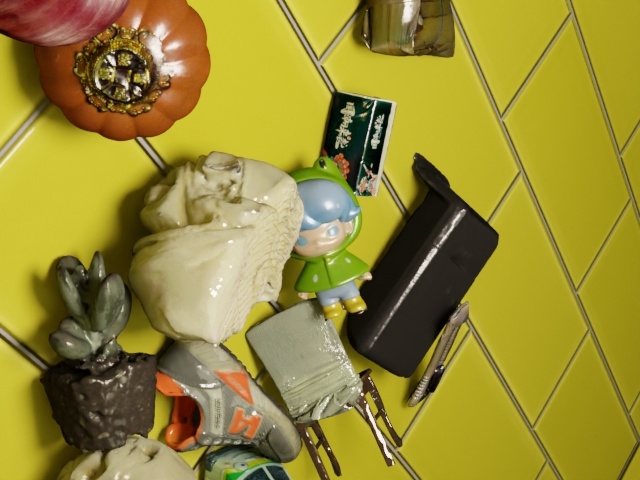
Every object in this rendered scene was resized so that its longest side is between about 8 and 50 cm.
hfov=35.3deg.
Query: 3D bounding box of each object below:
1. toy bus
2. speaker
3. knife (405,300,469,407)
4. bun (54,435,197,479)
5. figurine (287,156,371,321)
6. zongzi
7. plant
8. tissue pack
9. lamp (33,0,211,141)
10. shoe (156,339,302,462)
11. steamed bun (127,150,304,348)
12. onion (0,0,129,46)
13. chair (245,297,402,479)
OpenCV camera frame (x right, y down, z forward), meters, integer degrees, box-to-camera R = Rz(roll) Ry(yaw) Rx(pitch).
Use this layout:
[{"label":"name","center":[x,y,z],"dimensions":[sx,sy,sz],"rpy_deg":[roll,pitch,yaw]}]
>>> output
[{"label":"toy bus","center":[-0.125,0.505,1.727],"dimensions":[0.133,0.164,0.276],"rpy_deg":[-6,109,-48]},{"label":"speaker","center":[0.176,0.049,1.939],"dimensions":[0.388,0.184,0.180],"rpy_deg":[-56,137,-2]},{"label":"knife","center":[0.238,0.234,1.997],"dimensions":[0.089,0.043,0.365],"rpy_deg":[-54,168,-35]},{"label":"bun","center":[-0.294,0.351,1.451],"dimensions":[0.231,0.231,0.133],"rpy_deg":[-22,103,-42]},{"label":"figurine","center":[0.000,0.000,1.663],"dimensions":[0.143,0.162,0.263],"rpy_deg":[-46,119,-78]},{"label":"zongzi","center":[0.186,-0.451,1.772],"dimensions":[0.289,0.123,0.260],"rpy_deg":[-17,114,-55]},{"label":"plant","center":[-0.317,0.153,1.402],"dimensions":[0.149,0.146,0.274],"rpy_deg":[-31,123,-52]},{"label":"tissue pack","center":[0.062,-0.167,1.736],"dimensions":[0.090,0.103,0.170],"rpy_deg":[4,101,-49]},{"label":"lamp","center":[-0.252,-0.235,1.286],"dimensions":[0.223,0.196,0.223],"rpy_deg":[-3,115,-7]},{"label":"shoe","center":[-0.164,0.291,1.625],"dimensions":[0.171,0.132,0.336],"rpy_deg":[-46,125,-15]},{"label":"steamed bun","center":[-0.166,0.004,1.468],"dimensions":[0.320,0.206,0.275],"rpy_deg":[-39,147,-68]},{"label":"onion","center":[-0.366,-0.349,1.072],"dimensions":[0.285,0.347,0.347],"rpy_deg":[-30,142,19]},{"label":"chair","center":[0.010,0.264,1.780],"dimensions":[0.319,0.160,0.186],"rpy_deg":[63,8,4]}]
